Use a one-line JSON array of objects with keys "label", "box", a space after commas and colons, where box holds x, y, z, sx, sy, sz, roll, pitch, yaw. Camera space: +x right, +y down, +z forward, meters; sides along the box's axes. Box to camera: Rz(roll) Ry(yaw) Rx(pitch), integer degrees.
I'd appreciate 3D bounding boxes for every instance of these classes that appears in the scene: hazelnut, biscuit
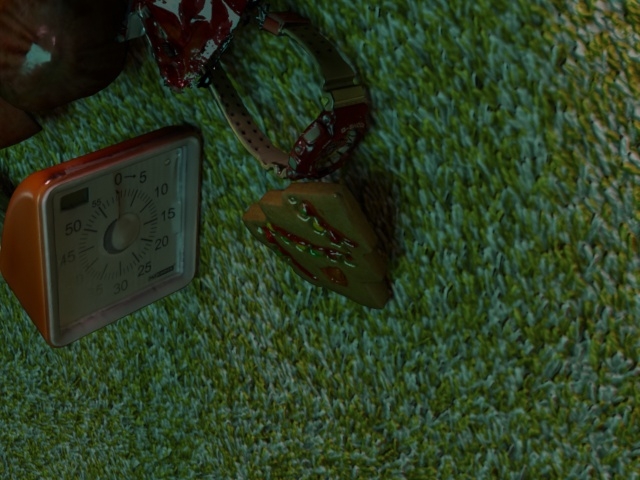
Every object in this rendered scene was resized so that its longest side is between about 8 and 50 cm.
[{"label": "hazelnut", "box": [-0.331, -0.257, 1.304, 0.210, 0.186, 0.210, -6, 79, 30]}, {"label": "biscuit", "box": [0.000, 0.000, 1.217, 0.212, 0.041, 0.239, 34, 156, 7]}]

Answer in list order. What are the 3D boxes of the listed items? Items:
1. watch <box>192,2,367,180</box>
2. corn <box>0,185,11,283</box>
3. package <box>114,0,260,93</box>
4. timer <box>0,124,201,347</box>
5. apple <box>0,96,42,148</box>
[{"label": "watch", "box": [-0.058, -0.194, 1.196, 0.165, 0.102, 0.268, -43, 75, 37]}, {"label": "corn", "box": [-0.579, -0.052, 1.665, 0.305, 0.122, 0.123, 38, 151, 18]}, {"label": "package", "box": [-0.145, -0.313, 1.169, 0.194, 0.071, 0.269, 39, 119, 11]}, {"label": "timer", "box": [-0.287, -0.029, 1.353, 0.161, 0.257, 0.250, 43, 136, 22]}, {"label": "apple", "box": [-0.554, -0.227, 1.446, 0.293, 0.163, 0.251, 49, 174, 20]}]
